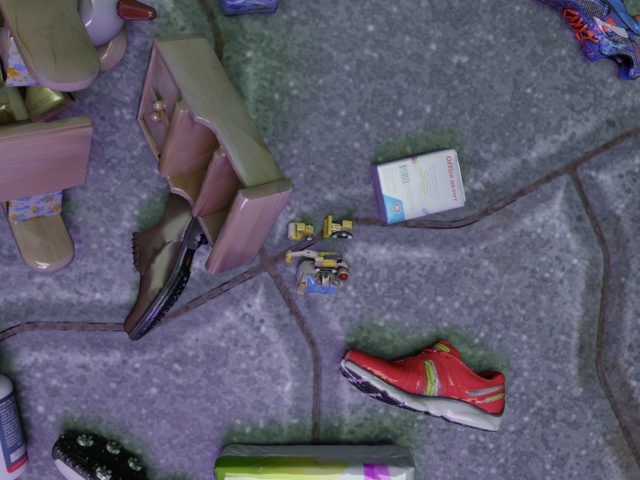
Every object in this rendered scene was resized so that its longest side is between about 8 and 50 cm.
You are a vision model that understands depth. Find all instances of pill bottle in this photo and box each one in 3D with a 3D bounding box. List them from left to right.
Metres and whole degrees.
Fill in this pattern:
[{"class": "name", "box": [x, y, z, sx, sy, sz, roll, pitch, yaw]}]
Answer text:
[{"class": "pill bottle", "box": [-0.473, 0.241, 0.947, 0.107, 0.108, 0.180, -8, 99, -8]}]

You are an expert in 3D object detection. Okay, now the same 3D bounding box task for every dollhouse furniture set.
[{"class": "dollhouse furniture set", "box": [-0.275, -0.070, 0.782, 0.394, 0.362, 0.256, -17, 66, -32]}]

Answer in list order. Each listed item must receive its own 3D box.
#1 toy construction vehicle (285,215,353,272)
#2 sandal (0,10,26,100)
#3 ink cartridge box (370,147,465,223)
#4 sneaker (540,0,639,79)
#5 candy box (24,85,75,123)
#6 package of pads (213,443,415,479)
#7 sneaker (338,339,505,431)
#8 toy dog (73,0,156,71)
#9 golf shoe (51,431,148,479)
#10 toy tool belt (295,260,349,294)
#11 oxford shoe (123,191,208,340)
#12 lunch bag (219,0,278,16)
[{"class": "toy construction vehicle", "box": [0.000, 0.000, 1.007, 0.098, 0.035, 0.086, 6, 60, -4]}, {"class": "sandal", "box": [-0.412, -0.276, 0.809, 0.079, 0.088, 0.240, -4, 100, 3]}, {"class": "ink cartridge box", "box": [0.145, -0.083, 1.027, 0.122, 0.052, 0.089, -13, 100, -6]}, {"class": "sneaker", "box": [0.417, -0.314, 1.026, 0.221, 0.083, 0.087, 28, 101, -8]}, {"class": "candy box", "box": [-0.510, -0.176, 0.890, 0.316, 0.087, 0.183, -33, 100, -3]}, {"class": "package of pads", "box": [-0.011, 0.431, 1.038, 0.296, 0.101, 0.229, 1, 97, 0]}, {"class": "sneaker", "box": [0.159, 0.206, 1.064, 0.279, 0.107, 0.118, 20, 76, -14]}, {"class": "toy dog", "box": [-0.280, -0.380, 0.854, 0.160, 0.220, 0.334, -1, 109, 13]}, {"class": "golf shoe", "box": [-0.288, 0.389, 1.003, 0.273, 0.105, 0.120, 39, 98, -12]}, {"class": "toy tool belt", "box": [0.004, 0.063, 1.023, 0.083, 0.051, 0.052, 2, 135, -8]}, {"class": "oxford shoe", "box": [-0.231, 0.032, 0.978, 0.096, 0.083, 0.227, 26, 88, 1]}, {"class": "lunch bag", "box": [-0.102, -0.382, 0.906, 0.096, 0.129, 0.151, -5, 100, -8]}]
